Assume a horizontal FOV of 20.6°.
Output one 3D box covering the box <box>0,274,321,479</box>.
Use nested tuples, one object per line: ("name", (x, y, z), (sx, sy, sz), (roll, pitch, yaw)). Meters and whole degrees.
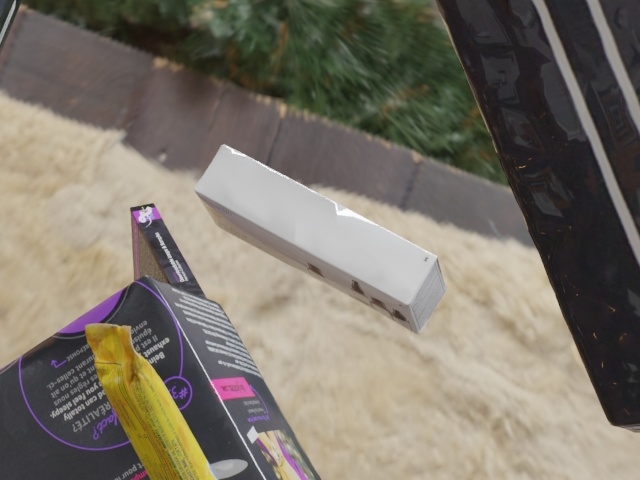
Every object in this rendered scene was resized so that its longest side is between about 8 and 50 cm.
("box", (-0.091, 0.182, 1.158), (0.165, 0.143, 0.270), (-33, 73, 9))

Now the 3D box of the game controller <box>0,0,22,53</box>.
("game controller", (-0.191, -0.166, 0.994), (0.067, 0.319, 0.166), (18, 132, -7))

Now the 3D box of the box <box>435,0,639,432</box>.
("box", (0.161, -0.142, 0.316), (0.294, 0.182, 0.296), (-10, 109, 42))

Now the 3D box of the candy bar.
("candy bar", (-0.051, 0.103, 0.714), (0.018, 0.040, 0.161), (-37, 111, -29))

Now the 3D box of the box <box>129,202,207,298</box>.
("box", (-0.141, 0.057, 1.666), (0.029, 0.162, 0.116), (-13, 133, -18))

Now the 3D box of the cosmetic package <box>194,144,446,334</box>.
("cosmetic package", (0.000, 0.000, 1.677), (0.239, 0.099, 0.060), (28, 75, 18))
